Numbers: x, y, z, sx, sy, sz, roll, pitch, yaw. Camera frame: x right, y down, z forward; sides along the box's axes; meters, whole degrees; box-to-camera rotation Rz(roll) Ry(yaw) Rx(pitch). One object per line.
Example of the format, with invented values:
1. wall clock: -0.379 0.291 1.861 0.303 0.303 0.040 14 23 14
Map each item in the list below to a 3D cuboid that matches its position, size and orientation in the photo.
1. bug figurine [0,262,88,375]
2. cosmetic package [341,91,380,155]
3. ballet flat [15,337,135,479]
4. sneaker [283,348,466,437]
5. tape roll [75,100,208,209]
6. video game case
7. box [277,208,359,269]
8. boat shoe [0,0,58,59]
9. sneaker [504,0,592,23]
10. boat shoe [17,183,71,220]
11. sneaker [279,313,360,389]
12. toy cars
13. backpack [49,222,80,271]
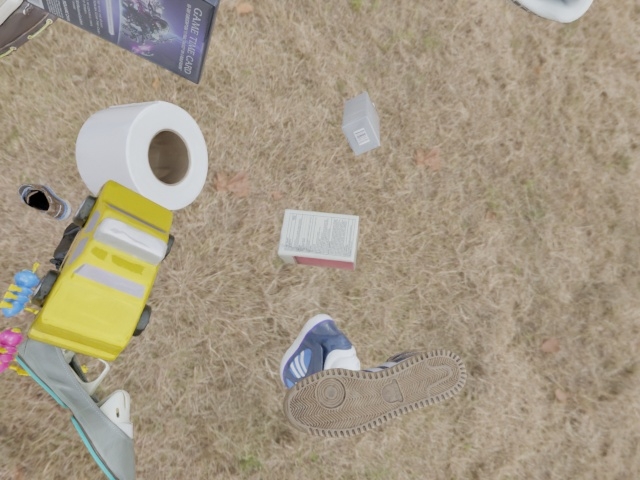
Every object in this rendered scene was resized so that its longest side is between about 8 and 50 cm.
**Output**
1. bug figurine: -0.539 0.179 0.851 0.072 0.279 0.216 12 69 25
2. cosmetic package: 0.149 -0.426 1.545 0.107 0.237 0.127 -21 122 19
3. ballet flat: -0.264 0.182 0.494 0.213 0.072 0.068 44 62 11
4. sneaker: 0.083 0.247 0.705 0.283 0.153 0.099 -13 74 -3
5. tape roll: -0.413 -0.195 1.013 0.169 0.246 0.245 4 80 27
6. video game case: -0.289 -0.341 0.601 0.275 0.196 0.026 21 71 -17
7. box: 0.000 0.000 1.331 0.233 0.127 0.148 6 75 8
8. boat shoe: -0.721 -0.458 0.949 0.325 0.097 0.116 -22 69 22
9. sneaker: 0.096 -0.228 0.252 0.235 0.090 0.094 23 47 -33
10. boat shoe: -0.740 -0.113 1.123 0.183 0.066 0.066 22 85 19
11. sneaker: 0.002 0.395 1.224 0.130 0.236 0.322 0 128 -35
12. toy cars: -0.255 0.046 0.343 0.394 0.087 0.176 -31 89 -52
13. backpack: -0.603 0.046 1.149 0.182 0.115 0.151 60 24 -43
